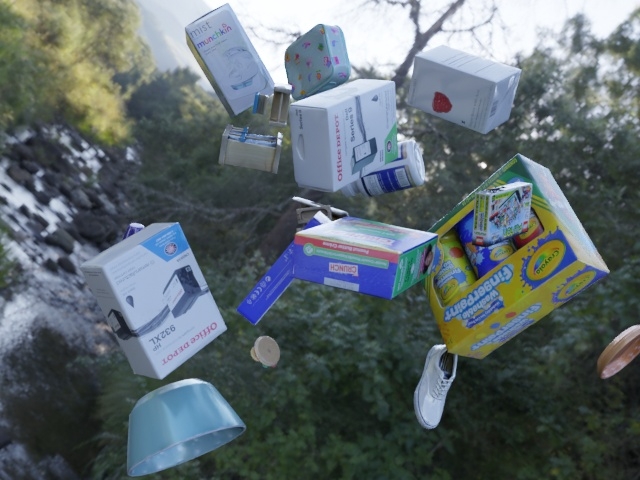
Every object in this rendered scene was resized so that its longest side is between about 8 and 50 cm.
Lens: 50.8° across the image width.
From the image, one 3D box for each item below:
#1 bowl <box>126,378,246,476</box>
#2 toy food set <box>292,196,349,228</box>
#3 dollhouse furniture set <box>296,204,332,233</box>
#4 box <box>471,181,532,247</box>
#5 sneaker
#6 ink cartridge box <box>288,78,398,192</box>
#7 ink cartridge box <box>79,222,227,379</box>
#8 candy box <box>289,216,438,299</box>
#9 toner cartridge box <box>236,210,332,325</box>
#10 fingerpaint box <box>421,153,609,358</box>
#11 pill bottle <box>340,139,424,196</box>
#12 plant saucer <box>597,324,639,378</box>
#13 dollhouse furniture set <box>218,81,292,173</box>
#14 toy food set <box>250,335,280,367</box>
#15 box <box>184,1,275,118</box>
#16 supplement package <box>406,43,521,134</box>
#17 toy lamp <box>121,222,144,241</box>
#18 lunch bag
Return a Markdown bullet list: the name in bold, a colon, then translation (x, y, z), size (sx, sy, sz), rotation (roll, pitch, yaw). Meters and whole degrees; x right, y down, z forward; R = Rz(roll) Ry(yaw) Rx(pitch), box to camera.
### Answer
- **bowl**: translation (-0.363, 0.465, 1.724), size (0.163, 0.311, 0.311), rotation (65, 4, 21)
- **toy food set**: translation (0.000, 0.000, 2.473), size (0.219, 0.092, 0.306), rotation (18, -51, 33)
- **dollhouse furniture set**: translation (-0.012, -0.036, 2.205), size (0.123, 0.144, 0.151), rotation (-9, 93, -78)
- **box**: translation (0.394, -0.059, 1.452), size (0.036, 0.114, 0.207), rotation (12, 18, 39)
- **sneaker**: translation (0.338, 0.416, 1.959), size (0.094, 0.258, 0.091), rotation (22, -29, -14)
- **ink cartridge box**: translation (0.065, -0.265, 1.674), size (0.121, 0.289, 0.211), rotation (14, -59, 36)
- **ink cartridge box**: translation (-0.393, 0.141, 1.617), size (0.129, 0.223, 0.307), rotation (0, -62, 46)
- **candy box**: translation (0.115, 0.034, 1.671), size (0.268, 0.122, 0.317), rotation (12, 15, 24)
- **toner cartridge box**: translation (-0.094, 0.077, 1.939), size (0.075, 0.348, 0.165), rotation (40, 11, 0)
- **fingerpaint box**: translation (0.489, 0.051, 1.853), size (0.163, 0.445, 0.371), rotation (17, 43, -37)
- **pill bottle**: translation (0.195, -0.227, 2.195), size (0.153, 0.264, 0.153), rotation (-11, 90, -69)
- **plant saucer**: translation (0.847, 0.306, 1.887), size (0.037, 0.200, 0.200), rotation (49, -1, 34)
- **dollhouse furniture set**: translation (-0.141, -0.261, 1.479), size (0.129, 0.184, 0.129), rotation (9, 20, -5)
- **toy food set**: translation (-0.138, 0.285, 1.723), size (0.082, 0.020, 0.083), rotation (41, 43, -19)
- **box**: translation (-0.221, -0.434, 1.659), size (0.231, 0.126, 0.262), rotation (59, -4, -13)
- **supplement package**: translation (0.452, -0.486, 2.149), size (0.293, 0.175, 0.178), rotation (28, -50, 29)
- **toy lamp**: translation (-0.607, 0.079, 2.151), size (0.080, 0.275, 0.080), rotation (13, 19, -4)
- **lunch bag**: translation (-0.014, -0.625, 2.410), size (0.279, 0.107, 0.224), rotation (-20, -97, 53)
